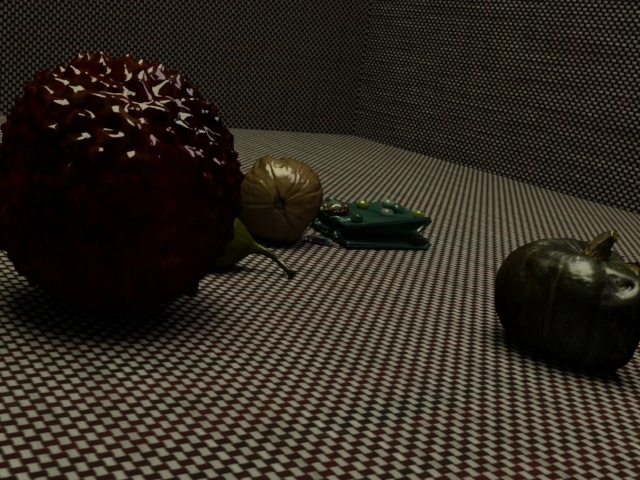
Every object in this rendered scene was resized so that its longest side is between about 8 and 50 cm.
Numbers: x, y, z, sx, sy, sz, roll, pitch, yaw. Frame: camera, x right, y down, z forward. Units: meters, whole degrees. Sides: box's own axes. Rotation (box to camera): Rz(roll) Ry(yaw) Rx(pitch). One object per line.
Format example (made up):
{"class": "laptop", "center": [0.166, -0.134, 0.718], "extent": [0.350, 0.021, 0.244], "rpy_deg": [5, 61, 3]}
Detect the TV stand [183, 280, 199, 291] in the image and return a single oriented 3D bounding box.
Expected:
{"class": "TV stand", "center": [-0.281, 0.048, 1.638], "extent": [0.049, 0.040, 0.256], "rpy_deg": [3, 14, -17]}

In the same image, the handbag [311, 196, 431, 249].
{"class": "handbag", "center": [0.132, -0.056, 2.175], "extent": [0.274, 0.100, 0.269], "rpy_deg": [3, 15, -22]}

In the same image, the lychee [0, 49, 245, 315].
{"class": "lychee", "center": [-0.339, -0.078, 1.385], "extent": [0.425, 0.500, 0.424], "rpy_deg": [7, 54, -9]}

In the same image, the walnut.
{"class": "walnut", "center": [-0.102, -0.101, 2.016], "extent": [0.228, 0.227, 0.228], "rpy_deg": [7, 13, -2]}

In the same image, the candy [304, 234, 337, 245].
{"class": "candy", "center": [0.000, 0.000, 2.038], "extent": [0.083, 0.020, 0.030], "rpy_deg": [13, 15, 16]}

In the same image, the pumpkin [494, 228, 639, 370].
{"class": "pumpkin", "center": [0.432, 0.079, 1.481], "extent": [0.232, 0.242, 0.325], "rpy_deg": [16, 9, -2]}

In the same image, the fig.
{"class": "fig", "center": [-0.158, 0.015, 1.720], "extent": [0.236, 0.124, 0.124], "rpy_deg": [18, 12, -6]}
